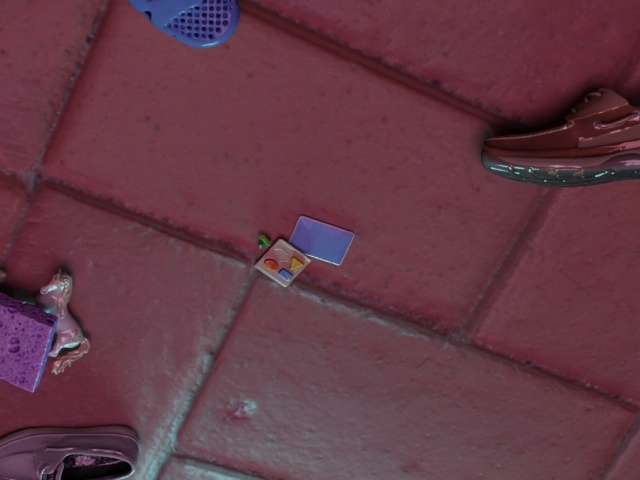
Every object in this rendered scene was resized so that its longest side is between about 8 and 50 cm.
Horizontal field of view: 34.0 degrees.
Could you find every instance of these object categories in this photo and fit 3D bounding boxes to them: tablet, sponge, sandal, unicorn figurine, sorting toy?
[{"bbox_3d":[0.000,0.000,1.451,0.083,0.006,0.054,19,112,-15],"label":"tablet"},{"bbox_3d":[-0.461,0.112,1.396,0.210,0.031,0.117,23,119,-1],"label":"sponge"},{"bbox_3d":[-0.205,-0.344,1.185,0.126,0.138,0.317,-37,116,8],"label":"sandal"},{"bbox_3d":[-0.369,0.104,1.430,0.111,0.060,0.162,-27,131,0],"label":"unicorn figurine"},{"bbox_3d":[-0.062,0.025,1.447,0.083,0.012,0.062,36,114,-22],"label":"sorting toy"}]

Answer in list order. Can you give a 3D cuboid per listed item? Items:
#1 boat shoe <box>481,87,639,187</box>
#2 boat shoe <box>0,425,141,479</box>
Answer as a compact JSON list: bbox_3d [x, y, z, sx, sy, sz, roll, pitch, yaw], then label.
[{"bbox_3d":[0.374,-0.138,1.387,0.325,0.123,0.116,-2,83,3],"label":"boat shoe"},{"bbox_3d":[-0.376,0.320,1.515,0.228,0.081,0.079,-6,116,-5],"label":"boat shoe"}]
